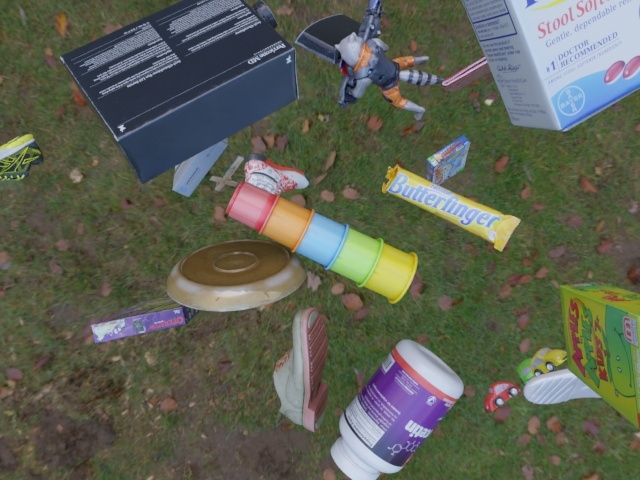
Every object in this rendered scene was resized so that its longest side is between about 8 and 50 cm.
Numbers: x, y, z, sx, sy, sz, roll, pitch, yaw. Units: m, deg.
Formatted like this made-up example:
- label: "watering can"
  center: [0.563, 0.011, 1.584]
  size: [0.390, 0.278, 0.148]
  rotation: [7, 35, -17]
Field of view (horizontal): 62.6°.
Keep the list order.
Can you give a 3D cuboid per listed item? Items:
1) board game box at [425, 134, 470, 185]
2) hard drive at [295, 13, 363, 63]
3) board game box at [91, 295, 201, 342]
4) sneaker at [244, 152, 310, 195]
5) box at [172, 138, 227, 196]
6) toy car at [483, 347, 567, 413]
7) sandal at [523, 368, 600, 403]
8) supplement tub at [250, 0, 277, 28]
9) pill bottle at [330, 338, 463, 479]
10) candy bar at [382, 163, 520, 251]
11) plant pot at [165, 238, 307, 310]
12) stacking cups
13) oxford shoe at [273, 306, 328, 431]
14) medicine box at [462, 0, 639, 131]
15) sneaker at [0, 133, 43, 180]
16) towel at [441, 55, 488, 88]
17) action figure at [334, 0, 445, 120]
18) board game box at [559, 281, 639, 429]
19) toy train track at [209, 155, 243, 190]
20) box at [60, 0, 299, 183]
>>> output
- label: "board game box"
  center: [0.400, -0.243, 1.675]
  size: [0.136, 0.201, 0.035]
  rotation: [-34, 72, 0]
- label: "hard drive"
  center: [0.056, -0.655, 1.692]
  size: [0.172, 0.054, 0.255]
  rotation: [34, 47, 16]
- label: "board game box"
  center: [-0.405, 0.180, 1.329]
  size: [0.208, 0.347, 0.056]
  rotation: [-7, 92, -1]
- label: "sneaker"
  center: [-0.146, -0.182, 1.783]
  size: [0.090, 0.270, 0.144]
  rotation: [-20, 62, 40]
- label: "box"
  center: [-0.228, -0.195, 1.006]
  size: [0.038, 0.186, 0.145]
  rotation: [26, 127, -29]
- label: "toy car"
  center: [0.507, 0.329, 1.303]
  size: [0.239, 0.225, 0.053]
  rotation: [-43, 68, 18]
- label: "sandal"
  center: [0.517, 0.252, 1.026]
  size: [0.266, 0.076, 0.101]
  rotation: [-5, 125, -4]
- label: "supplement tub"
  center: [-0.197, -0.467, 1.216]
  size: [0.198, 0.106, 0.106]
  rotation: [-38, 93, -4]
- label: "pill bottle"
  center: [0.169, 0.402, 1.223]
  size: [0.182, 0.181, 0.322]
  rotation: [36, 96, -2]
- label: "candy bar"
  center: [0.143, -0.041, 0.602]
  size: [0.162, 0.018, 0.040]
  rotation: [29, 104, 22]
- label: "plant pot"
  center: [-0.142, 0.046, 0.890]
  size: [0.237, 0.236, 0.032]
  rotation: [-4, 113, -1]
- label: "stacking cups"
  center: [0.000, 0.000, 0.860]
  size: [0.317, 0.096, 0.095]
  rotation: [25, 92, -10]
- label: "oxford shoe"
  center: [-0.066, 0.347, 1.413]
  size: [0.147, 0.140, 0.396]
  rotation: [11, 117, 20]
- label: "medicine box"
  center: [0.390, -0.358, 0.802]
  size: [0.264, 0.149, 0.289]
  rotation: [-30, 108, 1]
- label: "sneaker"
  center: [-0.298, -0.069, 0.501]
  size: [0.083, 0.031, 0.035]
  rotation: [-55, 126, -37]
- label: "towel"
  center: [0.416, -0.449, 1.366]
  size: [0.199, 0.275, 0.031]
  rotation: [-28, 92, 23]
- label: "action figure"
  center: [0.194, -0.536, 1.527]
  size: [0.331, 0.179, 0.340]
  rotation: [8, 96, -34]
- label: "board game box"
  center: [0.264, 0.093, 0.462]
  size: [0.043, 0.181, 0.092]
  rotation: [-7, 91, 8]
- label: "toy train track"
  center: [-0.150, -0.112, 0.860]
  size: [0.048, 0.083, 0.014]
  rotation: [13, 48, -36]
- label: "box"
  center: [-0.189, -0.227, 0.739]
  size: [0.261, 0.103, 0.184]
  rotation: [-32, 63, -15]
